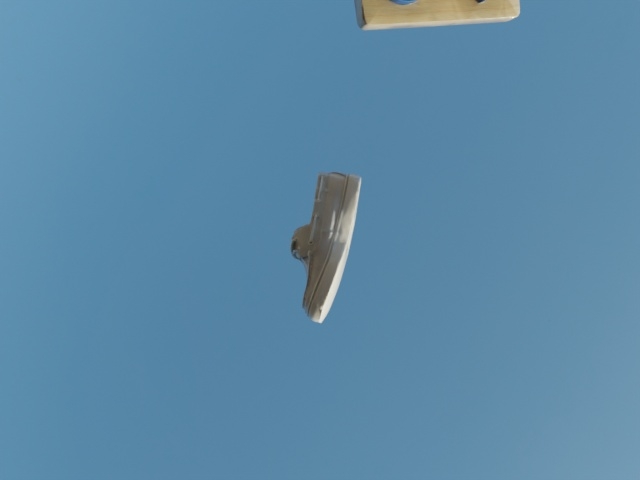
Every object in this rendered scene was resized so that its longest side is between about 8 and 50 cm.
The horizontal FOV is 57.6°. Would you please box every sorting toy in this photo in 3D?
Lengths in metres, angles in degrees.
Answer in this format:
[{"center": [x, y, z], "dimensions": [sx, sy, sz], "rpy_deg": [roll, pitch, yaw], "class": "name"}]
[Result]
[{"center": [0.167, -0.429, 0.777], "dimensions": [0.257, 0.089, 0.256], "rpy_deg": [-11, -82, -20], "class": "sorting toy"}]

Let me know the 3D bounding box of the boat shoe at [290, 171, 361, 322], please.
[{"center": [0.000, 0.000, 0.647], "dimensions": [0.063, 0.066, 0.184], "rpy_deg": [12, -111, 7], "class": "boat shoe"}]
